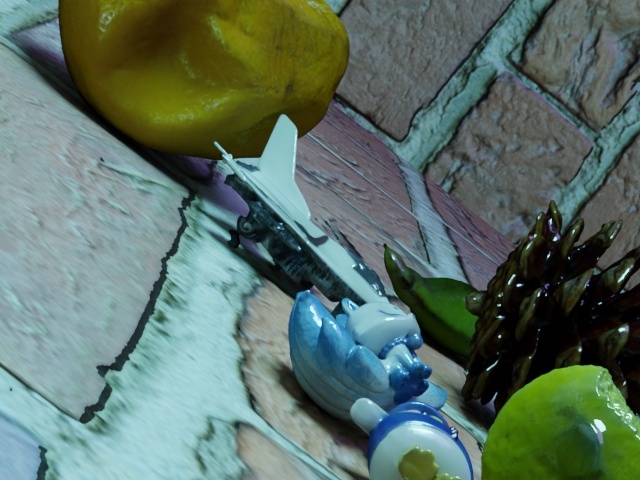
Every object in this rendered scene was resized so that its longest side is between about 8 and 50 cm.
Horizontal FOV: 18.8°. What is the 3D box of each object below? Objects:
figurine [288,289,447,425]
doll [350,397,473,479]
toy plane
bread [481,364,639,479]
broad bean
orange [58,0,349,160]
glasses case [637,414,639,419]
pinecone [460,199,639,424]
[{"bbox_3d":[0.020,0.065,1.163,0.114,0.079,0.114,32,13,-8],"label":"figurine"},{"bbox_3d":[0.053,0.122,1.081,0.099,0.057,0.143,45,1,-4],"label":"doll"},{"bbox_3d":[-0.015,0.006,1.432,0.160,0.082,0.234,45,14,-52],"label":"toy plane"},{"bbox_3d":[0.168,0.154,1.212,0.114,0.111,0.129,36,28,-51],"label":"bread"},{"bbox_3d":[0.159,0.091,1.743,0.339,0.061,0.077,32,21,-36],"label":"broad bean"},{"bbox_3d":[-0.106,-0.165,1.568,0.249,0.183,0.249,39,9,-8],"label":"orange"},{"bbox_3d":[0.378,0.264,1.648,0.299,0.060,0.114,39,33,1],"label":"glasses case"},{"bbox_3d":[0.206,0.078,1.514,0.208,0.207,0.208,37,7,-6],"label":"pinecone"}]
